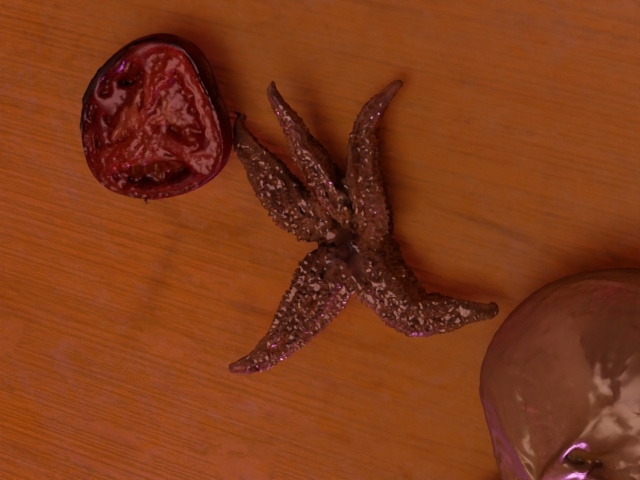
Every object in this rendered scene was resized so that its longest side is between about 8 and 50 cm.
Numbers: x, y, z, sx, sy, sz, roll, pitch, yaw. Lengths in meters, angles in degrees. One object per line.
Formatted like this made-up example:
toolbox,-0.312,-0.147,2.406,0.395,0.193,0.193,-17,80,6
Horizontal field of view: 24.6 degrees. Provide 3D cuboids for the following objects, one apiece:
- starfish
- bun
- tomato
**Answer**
starfish,0.000,-0.027,1.505,0.302,0.084,0.293,-13,101,26
bun,0.305,0.203,1.374,0.361,0.213,0.361,12,117,24
tomato,-0.170,-0.132,1.542,0.174,0.082,0.166,-15,103,28
